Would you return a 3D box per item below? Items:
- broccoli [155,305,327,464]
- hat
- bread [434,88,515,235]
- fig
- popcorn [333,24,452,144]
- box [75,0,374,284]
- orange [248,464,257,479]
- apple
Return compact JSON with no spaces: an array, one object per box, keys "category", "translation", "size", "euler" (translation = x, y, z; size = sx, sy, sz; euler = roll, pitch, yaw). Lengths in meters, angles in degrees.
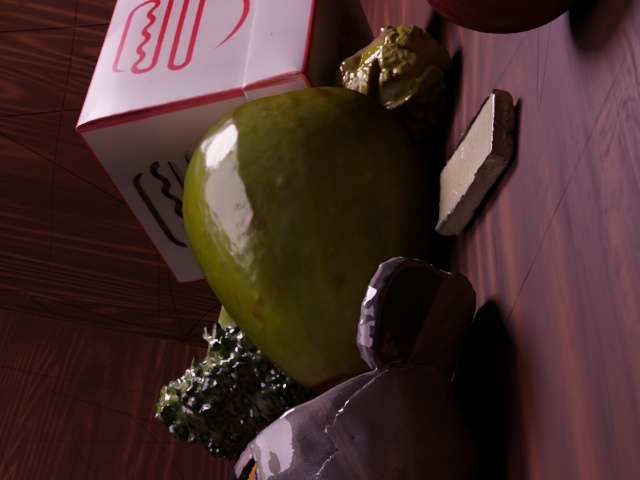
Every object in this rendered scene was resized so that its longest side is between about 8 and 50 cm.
[{"category":"broccoli","translation":[-0.059,0.155,1.422],"size":[0.235,0.288,0.260],"euler":[59,-156,-28]},{"category":"hat","translation":[0.050,0.146,0.900],"size":[0.275,0.161,0.232],"euler":[-52,-3,-45]},{"category":"bread","translation":[0.133,-0.064,1.028],"size":[0.154,0.028,0.068],"euler":[114,166,-60]},{"category":"fig","translation":[0.000,0.000,1.198],"size":[0.258,0.258,0.326],"euler":[110,146,-54]},{"category":"popcorn","translation":[0.085,-0.170,1.307],"size":[0.126,0.126,0.145],"euler":[-54,-13,-6]},{"category":"box","translation":[-0.087,-0.164,1.508],"size":[0.314,0.300,0.312],"euler":[63,-157,-43]},{"category":"orange","translation":[-0.010,0.276,1.208],"size":[0.134,0.155,0.154],"euler":[-37,2,-6]},{"category":"apple","translation":[0.139,-0.223,0.850],"size":[0.153,0.120,0.153],"euler":[-163,90,-83]}]
